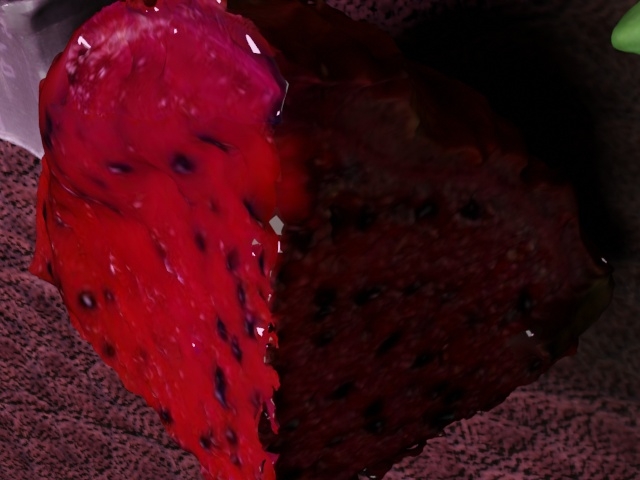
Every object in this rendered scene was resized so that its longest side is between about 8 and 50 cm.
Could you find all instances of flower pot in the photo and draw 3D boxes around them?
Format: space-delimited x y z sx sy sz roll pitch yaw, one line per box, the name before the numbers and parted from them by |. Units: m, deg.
flower pot | -0.196 -0.121 1.086 0.229 0.103 0.108 12 134 33

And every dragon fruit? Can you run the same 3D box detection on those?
dragon fruit | 0.000 0.000 0.900 0.302 0.240 0.330 -4 154 -3

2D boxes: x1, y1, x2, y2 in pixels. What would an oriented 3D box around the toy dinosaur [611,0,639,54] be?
toy dinosaur | 0.170 -0.267 0.635 0.374 0.144 0.500 34 133 -16
